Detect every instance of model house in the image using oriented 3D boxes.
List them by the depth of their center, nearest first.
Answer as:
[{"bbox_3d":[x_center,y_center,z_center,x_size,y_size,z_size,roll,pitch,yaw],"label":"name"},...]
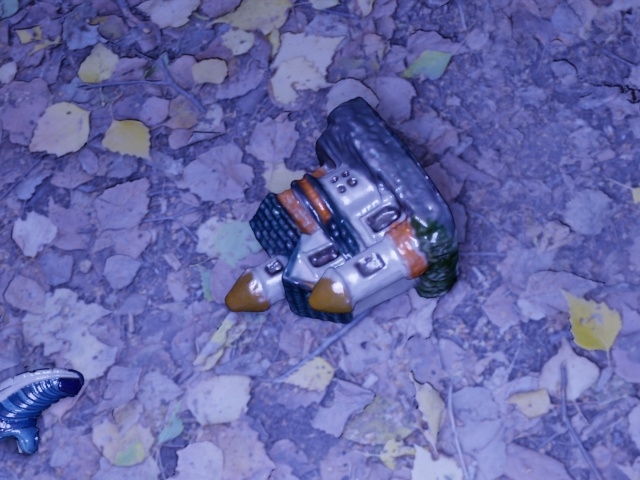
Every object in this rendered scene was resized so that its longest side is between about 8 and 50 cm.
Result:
[{"bbox_3d":[0.000,0.000,1.653,0.300,0.190,0.271,-31,65,-7],"label":"model house"}]

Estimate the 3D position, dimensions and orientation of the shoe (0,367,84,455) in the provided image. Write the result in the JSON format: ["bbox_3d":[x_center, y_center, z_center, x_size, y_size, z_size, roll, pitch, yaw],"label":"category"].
[{"bbox_3d":[-0.406,0.237,1.654,0.207,0.091,0.106,-30,86,-13],"label":"shoe"}]
